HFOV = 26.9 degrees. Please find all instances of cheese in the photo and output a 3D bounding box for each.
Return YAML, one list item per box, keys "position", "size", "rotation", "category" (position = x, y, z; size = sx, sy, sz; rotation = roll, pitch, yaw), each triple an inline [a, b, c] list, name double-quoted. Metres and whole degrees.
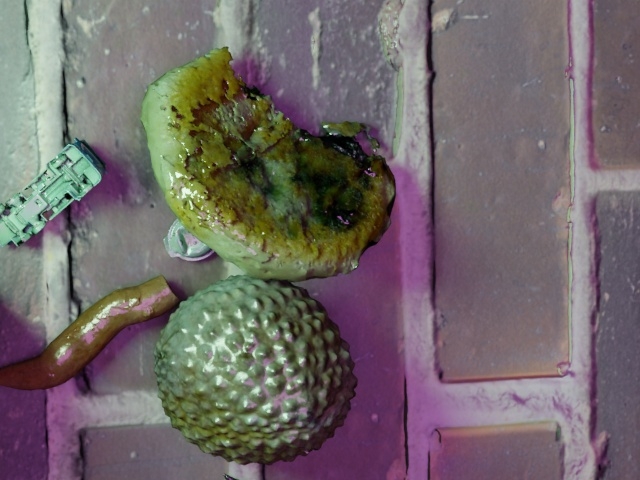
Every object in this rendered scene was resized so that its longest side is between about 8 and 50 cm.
- position: [-0.156, -0.013, 1.831]
  size: [0.121, 0.026, 0.067]
  rotation: [-24, 99, -8]
  category: "cheese"

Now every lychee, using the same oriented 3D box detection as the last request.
- position: [-0.087, 0.173, 1.753]
  size: [0.255, 0.274, 0.255]
  rotation: [-17, 125, -26]
  category: "lychee"

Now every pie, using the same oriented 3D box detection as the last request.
- position: [-0.071, -0.090, 1.757]
  size: [0.371, 0.078, 0.296]
  rotation: [27, 54, -15]
  category: "pie"

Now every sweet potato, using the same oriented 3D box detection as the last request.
- position: [-0.321, 0.136, 1.798]
  size: [0.281, 0.059, 0.067]
  rotation: [-34, 91, -7]
  category: "sweet potato"

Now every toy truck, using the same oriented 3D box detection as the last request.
- position: [-0.361, -0.060, 1.776]
  size: [0.175, 0.081, 0.067]
  rotation: [-39, 100, 14]
  category: "toy truck"

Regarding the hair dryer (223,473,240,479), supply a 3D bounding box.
- position: [-0.071, 0.365, 1.875]
  size: [0.150, 0.047, 0.071]
  rotation: [29, 91, -5]
  category: "hair dryer"
